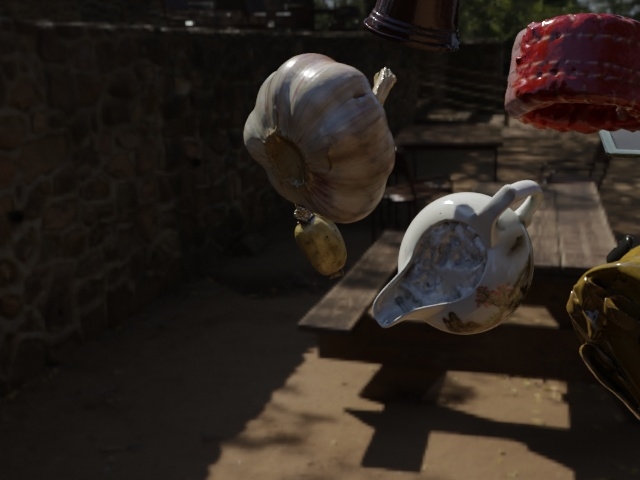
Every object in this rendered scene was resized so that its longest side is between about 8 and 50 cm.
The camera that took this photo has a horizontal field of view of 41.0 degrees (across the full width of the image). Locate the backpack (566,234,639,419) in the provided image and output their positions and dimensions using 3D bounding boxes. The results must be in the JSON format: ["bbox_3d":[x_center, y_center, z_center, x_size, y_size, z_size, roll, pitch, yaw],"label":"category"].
[{"bbox_3d":[0.559,0.160,1.286,0.201,0.353,0.378,-33,71,-27],"label":"backpack"}]

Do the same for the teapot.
[{"bbox_3d":[0.206,0.023,1.221,0.139,0.298,0.204,10,36,-50],"label":"teapot"}]

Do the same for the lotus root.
[{"bbox_3d":[0.000,0.000,1.438,0.072,0.151,0.063,-34,19,-3],"label":"lotus root"}]

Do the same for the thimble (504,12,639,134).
[{"bbox_3d":[0.344,-0.218,1.136,0.190,0.124,0.163,4,-8,24],"label":"thimble"}]

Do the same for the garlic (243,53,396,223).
[{"bbox_3d":[0.031,-0.172,1.230,0.245,0.245,0.253,12,42,45],"label":"garlic"}]

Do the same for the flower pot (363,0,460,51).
[{"bbox_3d":[0.109,-0.264,0.924,0.111,0.089,0.111,10,27,-5],"label":"flower pot"}]

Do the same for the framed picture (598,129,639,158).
[{"bbox_3d":[0.544,-0.191,1.372,0.217,0.017,0.274,3,33,7],"label":"framed picture"}]
